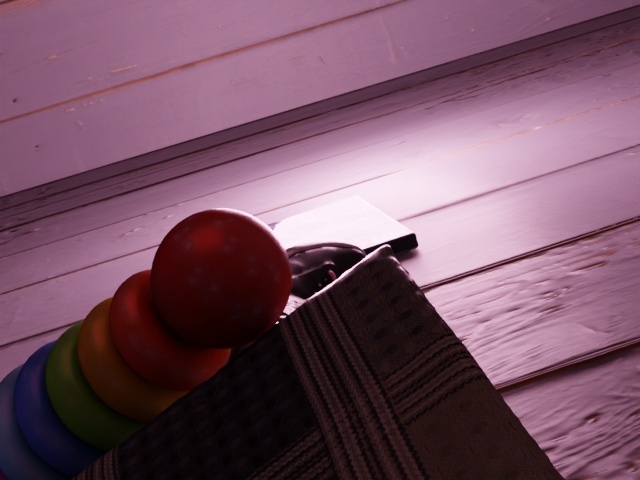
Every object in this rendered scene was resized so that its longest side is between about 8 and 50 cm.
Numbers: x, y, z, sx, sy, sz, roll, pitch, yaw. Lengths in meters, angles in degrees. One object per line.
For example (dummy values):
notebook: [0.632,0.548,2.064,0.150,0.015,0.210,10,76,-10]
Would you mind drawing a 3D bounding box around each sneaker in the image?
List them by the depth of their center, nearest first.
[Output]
sneaker: [-0.018,0.085,0.942,0.147,0.105,0.295,16,29,41]

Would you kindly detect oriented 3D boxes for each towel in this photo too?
towel: [-0.033,0.169,0.467,0.312,0.056,0.324,-38,27,5]

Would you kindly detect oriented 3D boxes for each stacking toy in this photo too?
stacking toy: [-0.140,0.092,0.673,0.330,0.141,0.141,-45,0,30]

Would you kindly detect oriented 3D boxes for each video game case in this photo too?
video game case: [0.000,0.000,1.319,0.196,0.026,0.274,-19,15,-9]
